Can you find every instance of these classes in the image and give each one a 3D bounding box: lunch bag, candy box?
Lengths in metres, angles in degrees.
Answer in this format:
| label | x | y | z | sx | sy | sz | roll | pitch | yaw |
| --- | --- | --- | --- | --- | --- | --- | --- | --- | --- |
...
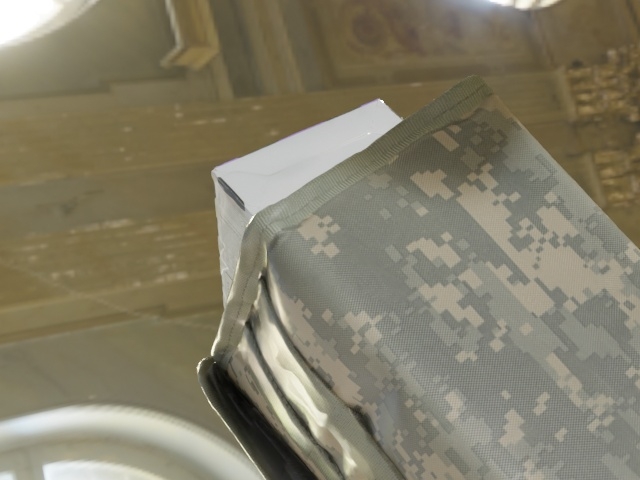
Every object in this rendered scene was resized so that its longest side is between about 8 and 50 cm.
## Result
| label | x | y | z | sx | sy | sz | roll | pitch | yaw |
| --- | --- | --- | --- | --- | --- | --- | --- | --- | --- |
| lunch bag | 0.063 | 0.099 | 0.580 | 0.235 | 0.169 | 0.287 | 49 | -26 | 13 |
| candy box | 0.000 | 0.000 | 0.936 | 0.070 | 0.165 | 0.196 | 46 | -29 | 35 |
